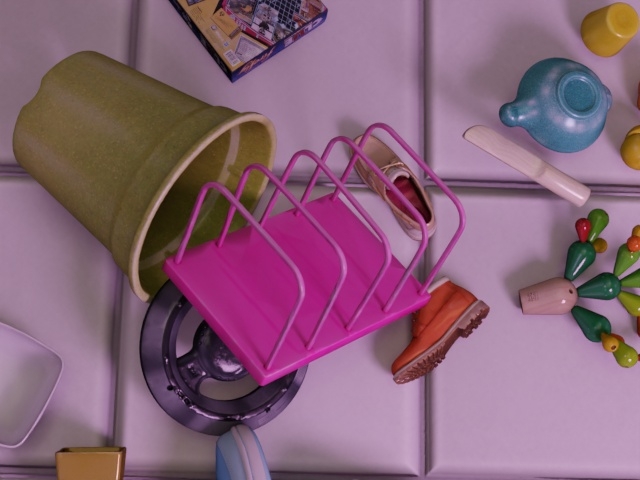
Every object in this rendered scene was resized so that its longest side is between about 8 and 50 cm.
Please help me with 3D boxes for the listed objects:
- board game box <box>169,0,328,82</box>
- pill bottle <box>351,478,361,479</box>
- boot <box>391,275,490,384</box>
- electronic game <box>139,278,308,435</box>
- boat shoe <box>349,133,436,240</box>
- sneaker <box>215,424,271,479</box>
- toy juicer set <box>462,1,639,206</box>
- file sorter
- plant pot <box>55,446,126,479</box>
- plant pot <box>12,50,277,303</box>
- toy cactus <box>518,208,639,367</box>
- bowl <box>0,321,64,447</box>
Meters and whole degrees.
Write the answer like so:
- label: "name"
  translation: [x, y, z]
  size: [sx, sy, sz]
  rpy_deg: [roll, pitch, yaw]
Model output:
- label: "board game box"
  translation: [-0.127, -0.360, 1.933]
  size: [0.165, 0.042, 0.243]
  rpy_deg: [-35, 79, -11]
- label: "pill bottle"
  translation: [0.109, 0.373, 1.710]
  size: [0.187, 0.112, 0.112]
  rpy_deg: [19, 75, 2]
- label: "boot"
  translation: [0.137, 0.117, 1.815]
  size: [0.158, 0.059, 0.085]
  rpy_deg: [-43, 70, -14]
- label: "electronic game"
  translation: [-0.118, 0.132, 1.760]
  size: [0.229, 0.048, 0.229]
  rpy_deg: [0, 91, -24]
- label: "boat shoe"
  translation: [0.101, -0.079, 1.860]
  size: [0.063, 0.059, 0.170]
  rpy_deg: [-36, 80, -12]
- label: "sneaker"
  translation: [-0.148, 0.389, 1.685]
  size: [0.208, 0.127, 0.318]
  rpy_deg: [-7, 74, -6]
- label: "toy juicer set"
  translation: [0.354, -0.157, 1.888]
  size: [0.329, 0.089, 0.209]
  rpy_deg: [-42, 94, -21]
- label: "file sorter"
  translation: [0.000, 0.000, 1.689]
  size: [0.291, 0.182, 0.202]
  rpy_deg: [-23, 61, -39]
- label: "plant pot"
  translation: [-0.284, 0.300, 1.726]
  size: [0.081, 0.081, 0.083]
  rpy_deg: [0, 85, -3]
- label: "plant pot"
  translation: [-0.239, -0.102, 1.762]
  size: [0.254, 0.276, 0.276]
  rpy_deg: [34, 75, 17]
- label: "toy cactus"
  translation: [0.352, 0.068, 1.822]
  size: [0.181, 0.112, 0.218]
  rpy_deg: [-11, 84, 4]
- label: "bowl"
  translation: [-0.407, 0.183, 1.763]
  size: [0.142, 0.053, 0.142]
  rpy_deg: [26, 75, 3]
